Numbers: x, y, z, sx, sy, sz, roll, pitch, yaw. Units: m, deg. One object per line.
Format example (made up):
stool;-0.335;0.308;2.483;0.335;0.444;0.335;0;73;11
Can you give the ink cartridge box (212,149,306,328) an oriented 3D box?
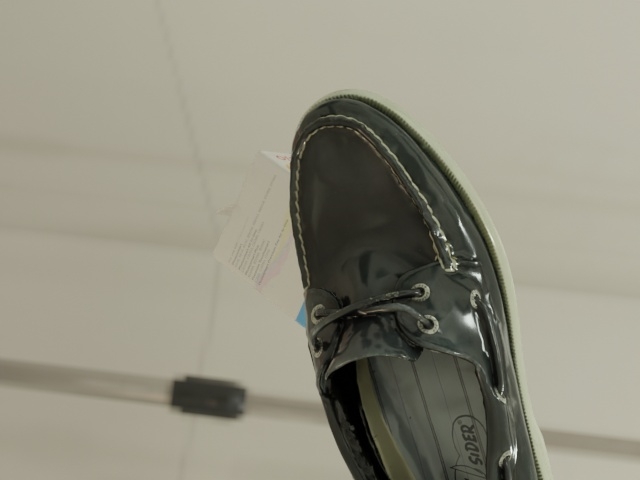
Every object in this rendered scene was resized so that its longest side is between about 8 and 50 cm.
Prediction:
ink cartridge box;0.000;0.000;1.343;0.092;0.143;0.090;5;115;-50

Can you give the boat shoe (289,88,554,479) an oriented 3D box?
boat shoe;0.050;0.075;1.133;0.113;0.127;0.340;-25;102;-63
